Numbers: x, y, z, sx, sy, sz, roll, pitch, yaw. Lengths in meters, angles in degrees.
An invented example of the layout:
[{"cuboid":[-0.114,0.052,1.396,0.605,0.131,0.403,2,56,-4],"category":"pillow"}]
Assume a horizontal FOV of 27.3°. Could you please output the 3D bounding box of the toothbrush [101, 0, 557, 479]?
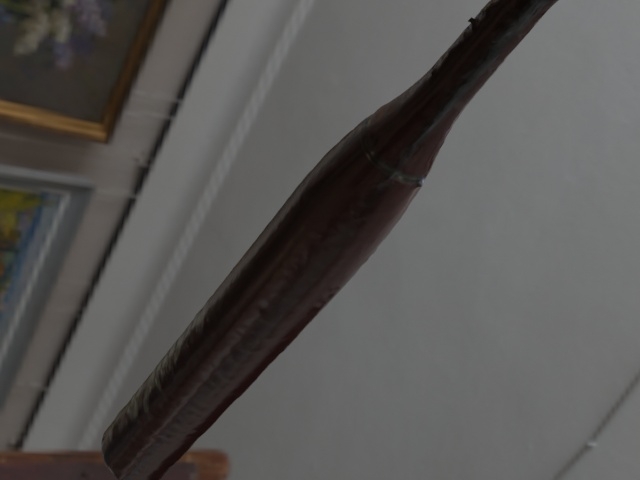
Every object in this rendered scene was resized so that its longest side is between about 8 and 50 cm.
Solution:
[{"cuboid":[-0.001,0.000,0.489,0.364,0.041,0.041,-50,-135,43],"category":"toothbrush"}]
